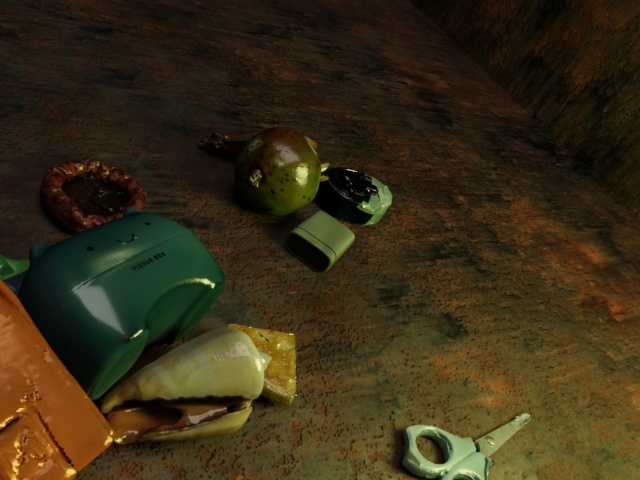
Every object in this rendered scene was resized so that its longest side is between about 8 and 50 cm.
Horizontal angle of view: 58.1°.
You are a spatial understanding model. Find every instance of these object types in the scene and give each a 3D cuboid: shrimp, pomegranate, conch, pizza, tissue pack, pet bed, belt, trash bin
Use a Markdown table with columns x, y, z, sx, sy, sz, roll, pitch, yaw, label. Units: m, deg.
| x | y | z | sx | sy | sz | roll | pitch | yaw | label |
| --- | --- | --- | --- | --- | --- | --- | --- | --- | --- |
| -0.153 | -0.235 | 1.431 | 0.287 | 0.063 | 0.152 | 1 | 0 | -4 | shrimp |
| -0.069 | -0.152 | 1.300 | 0.246 | 0.198 | 0.198 | 4 | 44 | -28 | pomegranate |
| -0.193 | 0.223 | 0.876 | 0.255 | 0.127 | 0.158 | -13 | 77 | -13 | conch |
| -0.092 | 0.208 | 0.993 | 0.134 | 0.046 | 0.175 | -15 | 56 | -42 | pizza |
| -0.304 | 0.079 | 0.868 | 0.206 | 0.198 | 0.287 | 44 | 35 | 8 | tissue pack |
| -0.433 | -0.085 | 1.104 | 0.201 | 0.053 | 0.201 | 20 | 33 | -14 | pet bed |
| 0.089 | -0.112 | 1.457 | 0.198 | 0.078 | 0.151 | 11 | 39 | -25 | belt |
| 0.000 | 0.000 | 1.284 | 0.116 | 0.059 | 0.130 | 36 | 36 | 8 | trash bin |

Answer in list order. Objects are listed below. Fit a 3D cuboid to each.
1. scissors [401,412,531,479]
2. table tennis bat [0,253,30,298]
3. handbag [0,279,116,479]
| x | y | z | sx | sy | sz | roll | pitch | yaw | label |
| --- | --- | --- | --- | --- | --- | --- | --- | --- | --- |
| 0.299 | 0.382 | 1.063 | 0.360 | 0.029 | 0.191 | -11 | 52 | -41 | scissors |
| -0.489 | 0.064 | 0.908 | 0.257 | 0.039 | 0.160 | 43 | 36 | 12 | table tennis bat |
| -0.452 | 0.238 | 0.591 | 0.303 | 0.116 | 0.410 | 55 | 39 | -4 | handbag |
